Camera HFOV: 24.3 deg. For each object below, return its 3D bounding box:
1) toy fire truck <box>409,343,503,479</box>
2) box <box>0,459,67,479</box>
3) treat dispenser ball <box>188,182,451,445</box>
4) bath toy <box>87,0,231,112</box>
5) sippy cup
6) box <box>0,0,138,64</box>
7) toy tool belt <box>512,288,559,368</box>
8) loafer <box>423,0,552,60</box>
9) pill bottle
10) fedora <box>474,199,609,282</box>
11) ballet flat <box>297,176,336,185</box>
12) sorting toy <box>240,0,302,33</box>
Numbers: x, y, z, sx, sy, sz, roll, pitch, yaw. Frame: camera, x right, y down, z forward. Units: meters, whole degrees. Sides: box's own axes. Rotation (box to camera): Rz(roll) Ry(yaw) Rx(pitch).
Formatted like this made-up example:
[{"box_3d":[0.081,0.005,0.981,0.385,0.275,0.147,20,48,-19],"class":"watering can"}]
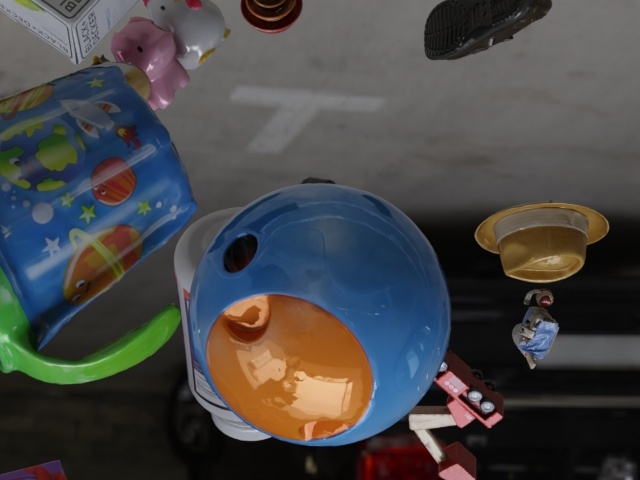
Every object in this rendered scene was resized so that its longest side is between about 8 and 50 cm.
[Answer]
[{"box_3d":[0.161,0.221,1.918,0.192,0.047,0.135,41,117,-17],"class":"toy fire truck"},{"box_3d":[-0.420,0.419,2.014,0.057,0.201,0.293,-29,168,23],"class":"box"},{"box_3d":[-0.001,0.080,1.628,0.288,0.288,0.288,3,164,1],"class":"treat dispenser ball"},{"box_3d":[-0.241,-0.222,1.930,0.129,0.348,0.151,44,139,-12],"class":"bath toy"},{"box_3d":[-0.243,-0.037,1.321,0.224,0.306,0.240,-32,-166,-17],"class":"sippy cup"},{"box_3d":[-0.249,-0.361,1.687,0.169,0.290,0.087,36,160,10],"class":"box"},{"box_3d":[0.253,0.103,1.716,0.052,0.051,0.083,10,119,-10],"class":"toy tool belt"},{"box_3d":[0.216,-0.278,1.933,0.078,0.080,0.220,9,168,-33],"class":"loafer"},{"box_3d":[-0.101,0.123,2.052,0.181,0.182,0.323,2,132,4],"class":"pill bottle"},{"box_3d":[0.322,0.010,2.150,0.194,0.079,0.194,0,155,0],"class":"fedora"},{"box_3d":[0.000,0.000,2.140,0.074,0.203,0.074,1,158,0],"class":"ballet flat"},{"box_3d":[-0.053,-0.208,1.159,0.102,0.061,0.042,41,162,19],"class":"sorting toy"}]
